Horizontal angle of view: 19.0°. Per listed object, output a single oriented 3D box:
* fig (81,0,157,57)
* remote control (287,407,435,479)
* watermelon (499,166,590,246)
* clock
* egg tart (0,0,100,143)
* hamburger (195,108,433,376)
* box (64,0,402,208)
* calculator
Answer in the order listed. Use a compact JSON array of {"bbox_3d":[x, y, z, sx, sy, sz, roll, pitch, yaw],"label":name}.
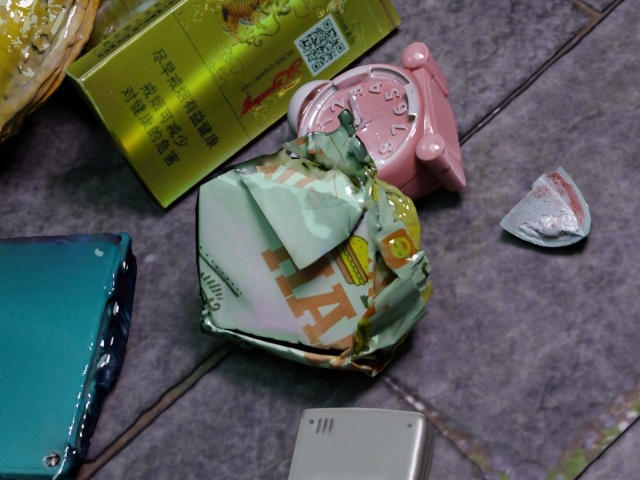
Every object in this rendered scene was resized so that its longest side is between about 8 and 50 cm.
[{"bbox_3d":[-0.165,-0.230,1.974,0.151,0.151,0.259,-17,25,6],"label":"fig"},{"bbox_3d":[0.017,0.273,1.593,0.123,0.038,0.285,-1,58,19],"label":"remote control"},{"bbox_3d":[0.209,-0.032,1.727,0.085,0.061,0.085,-14,45,15],"label":"watermelon"},{"bbox_3d":[0.048,-0.090,1.809,0.162,0.093,0.166,-18,55,16],"label":"clock"},{"bbox_3d":[-0.331,-0.218,1.926,0.295,0.116,0.295,-41,31,30],"label":"egg tart"},{"bbox_3d":[0.000,-0.003,1.696,0.214,0.125,0.235,7,97,19],"label":"hamburger"},{"bbox_3d":[-0.079,-0.189,1.859,0.311,0.173,0.043,-39,36,-10],"label":"box"},{"bbox_3d":[-0.307,0.117,1.788,0.248,0.058,0.274,-4,55,16],"label":"calculator"}]
